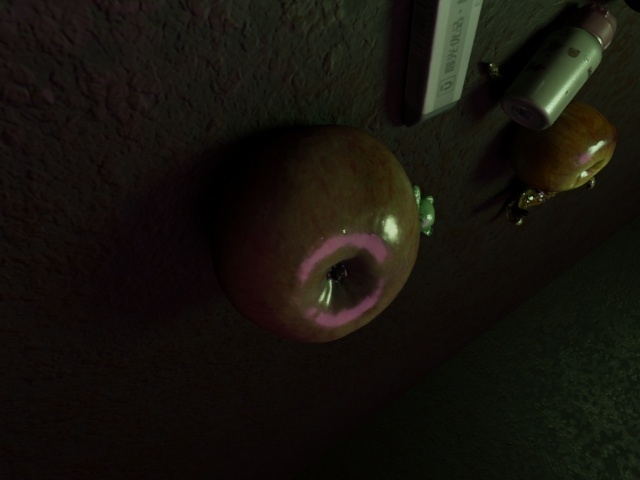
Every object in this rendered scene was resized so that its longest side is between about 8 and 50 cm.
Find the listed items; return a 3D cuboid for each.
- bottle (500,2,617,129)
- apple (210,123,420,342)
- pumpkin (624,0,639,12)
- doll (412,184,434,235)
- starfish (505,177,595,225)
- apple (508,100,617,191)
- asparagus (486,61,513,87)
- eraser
[{"bbox_3d":[0.460,-0.335,0.779,0.233,0.110,0.110,-53,145,3],"label":"bottle"},{"bbox_3d":[0.000,0.000,0.640,0.345,0.269,0.344,-23,144,-18],"label":"apple"},{"bbox_3d":[0.618,-0.500,0.703,0.202,0.140,0.202,-46,160,-22],"label":"pumpkin"},{"bbox_3d":[0.198,-0.068,0.932,0.150,0.077,0.115,12,87,-36],"label":"doll"},{"bbox_3d":[0.652,-0.157,1.157,0.312,0.113,0.303,-47,171,2],"label":"starfish"},{"bbox_3d":[0.561,-0.217,0.960,0.211,0.188,0.211,-23,147,-16],"label":"apple"},{"bbox_3d":[0.381,-0.316,0.823,0.023,0.022,0.233,-19,166,42],"label":"asparagus"},{"bbox_3d":[0.182,-0.313,0.609,0.089,0.061,0.352,-28,145,-14],"label":"eraser"}]
